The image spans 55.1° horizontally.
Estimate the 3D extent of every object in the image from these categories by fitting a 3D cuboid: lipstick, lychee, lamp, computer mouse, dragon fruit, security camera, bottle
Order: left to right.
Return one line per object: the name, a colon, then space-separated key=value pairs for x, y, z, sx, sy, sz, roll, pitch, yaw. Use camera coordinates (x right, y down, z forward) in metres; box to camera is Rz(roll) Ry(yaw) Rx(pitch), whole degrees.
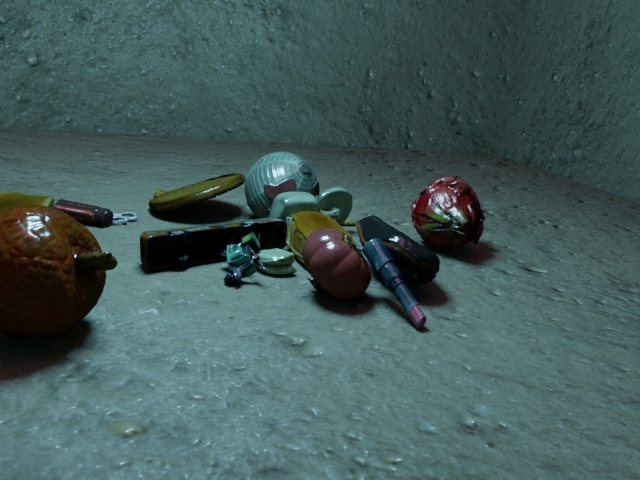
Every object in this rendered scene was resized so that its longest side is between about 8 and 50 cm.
lychee: x=-0.497 y=0.052 z=1.086 sx=0.300 sy=0.255 sz=0.255 roll=-25 pitch=15 yaw=8
bottle: x=-0.671 y=-0.079 z=1.746 sx=0.164 sy=0.060 sz=0.060 roll=11 pitch=18 yaw=12
lamp: x=-0.120 y=-0.167 z=1.926 sx=0.233 sy=0.233 sz=0.265 roll=16 pitch=25 yaw=29
security camera: x=-0.016 y=-0.076 z=1.815 sx=0.301 sy=0.157 sz=0.080 roll=-7 pitch=35 yaw=-36
lamp: x=0.030 y=0.059 z=1.403 sx=0.182 sy=0.140 sz=0.182 roll=50 pitch=5 yaw=-6
computer mouse: x=0.186 y=0.028 z=1.558 sx=0.183 sy=0.116 sz=0.323 roll=36 pitch=4 yaw=-17
lipstick: x=0.165 y=0.096 z=1.357 sx=0.053 sy=0.053 sz=0.234 roll=-4 pitch=47 yaw=-29
dragon fruit: x=0.384 y=-0.081 z=1.823 sx=0.233 sy=0.234 sz=0.293 roll=6 pitch=2 yaw=-1

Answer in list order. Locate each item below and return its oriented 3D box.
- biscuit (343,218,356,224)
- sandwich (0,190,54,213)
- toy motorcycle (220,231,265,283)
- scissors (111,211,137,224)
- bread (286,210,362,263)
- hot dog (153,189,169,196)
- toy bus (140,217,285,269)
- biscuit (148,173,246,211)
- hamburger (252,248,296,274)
biscuit: x=0.000 y=-0.076 z=2.036 sx=0.203 sy=0.016 sz=0.144 roll=-1 pitch=19 yaw=-20
sandwich: x=-0.664 y=-0.014 z=1.379 sx=0.227 sy=0.155 sz=0.198 roll=13 pitch=19 yaw=20
toy motorcycle: x=-0.189 y=0.047 z=1.477 sx=0.100 sy=0.058 sz=0.173 roll=-28 pitch=25 yaw=5
scissors: x=-0.638 y=-0.075 z=1.819 sx=0.189 sy=0.015 sz=0.100 roll=11 pitch=20 yaw=18
bread: x=0.000 y=0.000 z=1.634 sx=0.136 sy=0.107 sz=0.241 roll=1 pitch=23 yaw=-23
hot dog: x=-0.532 y=-0.152 z=2.089 sx=0.083 sy=0.021 sz=0.037 roll=18 pitch=41 yaw=24
toy bus: x=-0.268 y=0.003 z=1.573 sx=0.408 sy=0.093 sz=0.092 roll=-8 pitch=15 yaw=-40
biscuit: x=-0.391 y=-0.153 z=1.954 sx=0.317 sy=0.040 sz=0.318 roll=-15 pitch=13 yaw=4
hamburger: x=-0.124 y=0.052 z=1.539 sx=0.084 sy=0.054 sz=0.121 roll=-10 pitch=21 yaw=-32
